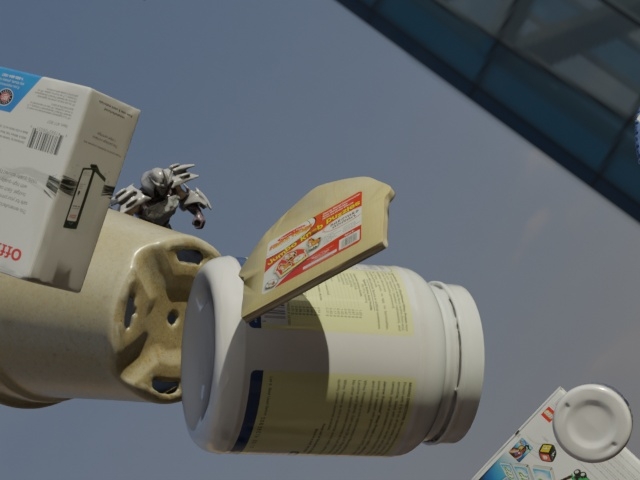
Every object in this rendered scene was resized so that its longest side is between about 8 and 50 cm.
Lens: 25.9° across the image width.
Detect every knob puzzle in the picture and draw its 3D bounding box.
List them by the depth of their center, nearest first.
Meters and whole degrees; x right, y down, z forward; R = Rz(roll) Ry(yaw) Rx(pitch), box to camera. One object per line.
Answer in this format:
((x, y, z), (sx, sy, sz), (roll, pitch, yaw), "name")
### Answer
((0.000, 0.000, 1.459), (0.213, 0.213, 0.030), (-45, -65, -15), "knob puzzle")

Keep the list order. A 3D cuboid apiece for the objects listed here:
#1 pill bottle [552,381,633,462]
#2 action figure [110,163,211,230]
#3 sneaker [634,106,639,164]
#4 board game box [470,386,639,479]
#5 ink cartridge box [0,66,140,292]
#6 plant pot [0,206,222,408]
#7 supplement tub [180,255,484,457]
((0.339, 0.223, 1.720), (0.094, 0.094, 0.169), (-52, -13, 5), "pill bottle")
((-0.263, -0.013, 2.199), (0.185, 0.099, 0.285), (-18, -36, -30), "action figure")
((0.514, -0.181, 1.895), (0.112, 0.131, 0.296), (38, -127, -38), "sneaker")
((0.388, 0.382, 1.977), (0.193, 0.305, 0.053), (-46, -12, 2), "board game box")
((-0.293, -0.063, 1.435), (0.086, 0.148, 0.203), (22, -94, -56), "ink cartridge box")
((-0.291, 0.087, 1.883), (0.334, 0.305, 0.333), (-7, -80, -46), "plant pot")
((0.010, 0.143, 1.677), (0.325, 0.235, 0.235), (4, -46, -17), "supplement tub")
